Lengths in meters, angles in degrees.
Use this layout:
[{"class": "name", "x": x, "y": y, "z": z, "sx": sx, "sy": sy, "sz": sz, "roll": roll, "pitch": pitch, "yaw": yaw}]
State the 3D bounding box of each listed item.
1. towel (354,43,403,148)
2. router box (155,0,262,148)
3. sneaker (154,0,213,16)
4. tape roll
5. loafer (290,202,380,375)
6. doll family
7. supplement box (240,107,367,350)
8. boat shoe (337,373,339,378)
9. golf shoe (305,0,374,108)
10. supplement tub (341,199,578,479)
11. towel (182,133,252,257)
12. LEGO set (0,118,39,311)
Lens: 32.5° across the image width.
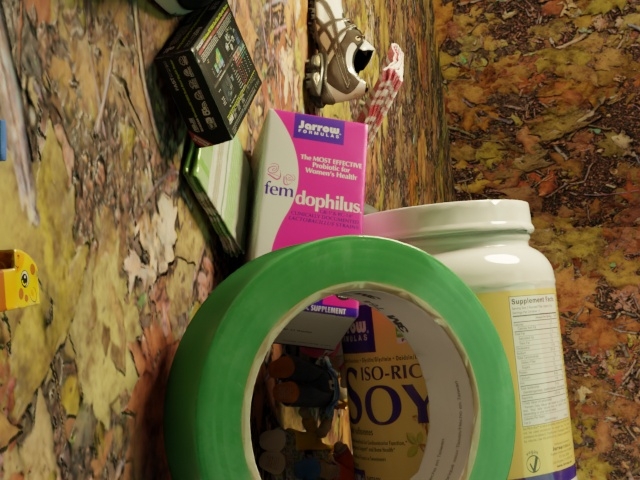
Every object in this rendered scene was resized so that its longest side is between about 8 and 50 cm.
[{"class": "towel", "x": 0.061, "y": -0.165, "z": 1.498, "sx": 0.144, "sy": 0.029, "sz": 0.197, "roll": -79, "pitch": -165, "yaw": -66}, {"class": "router box", "x": -0.098, "y": -0.152, "z": 0.989, "sx": 0.122, "sy": 0.038, "sz": 0.092, "roll": -72, "pitch": 145, "yaw": -56}, {"class": "sneaker", "x": -0.085, "y": -0.244, "z": 0.894, "sx": 0.283, "sy": 0.124, "sz": 0.107, "roll": -32, "pitch": 121, "yaw": -76}, {"class": "tape roll", "x": 0.024, "y": 0.157, "z": 0.974, "sx": 0.077, "sy": 0.321, "sz": 0.321, "roll": -11, "pitch": -103, "yaw": 60}, {"class": "loafer", "x": 0.025, "y": 0.078, "z": 1.361, "sx": 0.096, "sy": 0.084, "sz": 0.267, "roll": -24, "pitch": 127, "yaw": -54}, {"class": "doll family", "x": -0.004, "y": 0.201, "z": 1.294, "sx": 0.163, "sy": 0.118, "sz": 0.263, "roll": 26, "pitch": 63, "yaw": -57}, {"class": "supplement box", "x": -0.020, "y": -0.011, "z": 1.143, "sx": 0.114, "sy": 0.111, "sz": 0.220, "roll": 117, "pitch": -22, "yaw": -64}, {"class": "boat shoe", "x": 0.046, "y": 0.152, "z": 1.567, "sx": 0.254, "sy": 0.095, "sz": 0.079, "roll": -80, "pitch": 155, "yaw": -76}, {"class": "golf shoe", "x": 0.031, "y": -0.276, "z": 1.524, "sx": 0.077, "sy": 0.094, "sz": 0.198, "roll": 54, "pitch": 35, "yaw": -68}, {"class": "supplement tub", "x": 0.145, "y": 0.133, "z": 1.204, "sx": 0.241, "sy": 0.241, "sz": 0.331, "roll": 17, "pitch": 67, "yaw": -77}, {"class": "towel", "x": -0.100, "y": -0.067, "z": 1.071, "sx": 0.152, "sy": 0.023, "sz": 0.113, "roll": 66, "pitch": 23, "yaw": -56}, {"class": "LEGO set", "x": -0.182, "y": 0.001, "z": 0.513, "sx": 0.093, "sy": 0.087, "sz": 0.227, "roll": -9, "pitch": 99, "yaw": -78}]
